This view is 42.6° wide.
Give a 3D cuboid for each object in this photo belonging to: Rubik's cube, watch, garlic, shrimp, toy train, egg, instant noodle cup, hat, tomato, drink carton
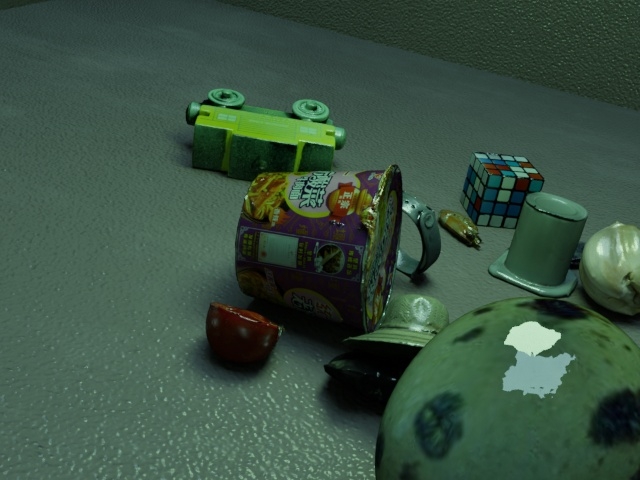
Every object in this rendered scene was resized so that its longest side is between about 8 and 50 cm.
[{"bbox_3d":[0.473,-0.133,2.156,0.154,0.151,0.155,6,28,-10],"label":"Rubik's cube"},{"bbox_3d":[0.179,-0.012,1.782,0.068,0.206,0.193,-41,34,-28],"label":"watch"},{"bbox_3d":[0.687,0.076,1.825,0.281,0.185,0.203,11,56,-41],"label":"garlic"},{"bbox_3d":[0.359,-0.029,2.053,0.099,0.041,0.180,13,22,-28],"label":"shrimp"},{"bbox_3d":[-0.150,-0.271,2.194,0.442,0.179,0.272,8,35,-4],"label":"toy train"},{"bbox_3d":[0.266,0.261,1.121,0.428,0.345,0.345,-22,40,-29],"label":"egg"},{"bbox_3d":[0.000,0.000,1.576,0.266,0.339,0.340,9,26,13],"label":"instant noodle cup"},{"bbox_3d":[0.166,0.148,1.411,0.252,0.110,0.252,10,-14,2],"label":"hat"},{"bbox_3d":[-0.140,0.168,1.441,0.139,0.091,0.159,20,0,0],"label":"tomato"},{"bbox_3d":[0.521,0.001,1.887,0.191,0.189,0.185,25,25,25],"label":"drink carton"}]

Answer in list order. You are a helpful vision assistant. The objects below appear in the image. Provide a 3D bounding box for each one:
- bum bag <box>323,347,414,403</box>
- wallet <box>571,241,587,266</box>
[{"bbox_3d":[0.172,0.246,1.383,0.340,0.095,0.144,12,0,1],"label":"bum bag"},{"bbox_3d":[0.665,0.034,2.036,0.166,0.030,0.111,3,23,-17],"label":"wallet"}]
